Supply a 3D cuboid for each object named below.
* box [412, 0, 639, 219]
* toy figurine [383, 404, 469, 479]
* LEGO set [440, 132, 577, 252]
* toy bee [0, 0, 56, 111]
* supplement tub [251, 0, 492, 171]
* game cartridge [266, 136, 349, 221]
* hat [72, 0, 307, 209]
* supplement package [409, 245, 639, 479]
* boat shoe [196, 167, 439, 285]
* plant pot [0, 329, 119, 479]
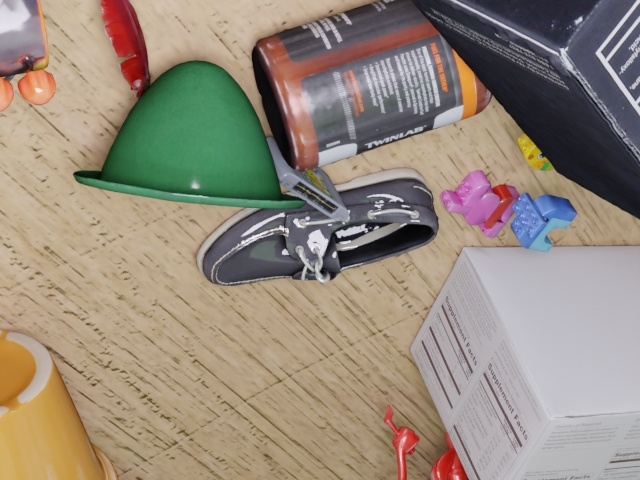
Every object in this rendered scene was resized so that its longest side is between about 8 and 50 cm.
[{"bbox_3d":[0.245,-0.192,1.085,0.296,0.183,0.294,-52,137,-3],"label":"box"},{"bbox_3d":[0.198,0.239,1.684,0.363,0.191,0.217,-14,170,-23],"label":"toy figurine"},{"bbox_3d":[0.181,-0.072,1.326,0.093,0.087,0.227,10,128,-35],"label":"LEGO set"},{"bbox_3d":[-0.193,-0.166,0.977,0.195,0.162,0.298,-27,141,1],"label":"toy bee"},{"bbox_3d":[0.056,-0.127,1.187,0.198,0.106,0.106,-18,140,-7],"label":"supplement tub"},{"bbox_3d":[-0.014,-0.050,1.275,0.017,0.056,0.083,-45,136,12],"label":"game cartridge"},{"bbox_3d":[-0.087,-0.122,1.159,0.173,0.208,0.183,7,94,3],"label":"hat"},{"bbox_3d":[0.252,0.123,1.485,0.262,0.204,0.145,0,136,-27],"label":"supplement package"},{"bbox_3d":[0.000,0.000,1.331,0.206,0.065,0.075,-18,140,-7],"label":"boat shoe"},{"bbox_3d":[-0.269,0.184,1.315,0.205,0.205,0.188,-12,124,-15],"label":"plant pot"}]
